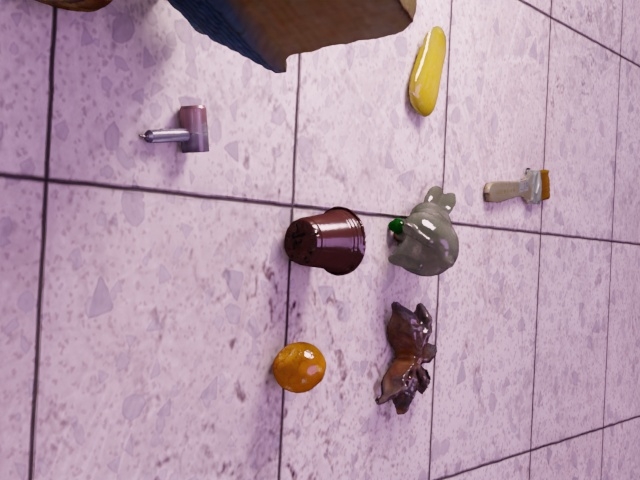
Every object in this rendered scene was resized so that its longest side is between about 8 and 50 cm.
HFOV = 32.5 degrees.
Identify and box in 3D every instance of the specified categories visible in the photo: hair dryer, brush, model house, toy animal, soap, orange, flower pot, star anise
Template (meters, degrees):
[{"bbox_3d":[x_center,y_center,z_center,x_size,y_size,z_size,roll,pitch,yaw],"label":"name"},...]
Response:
[{"bbox_3d":[-0.193,-0.143,1.430,0.114,0.037,0.063,-11,99,-49],"label":"hair dryer"},{"bbox_3d":[0.432,-0.112,2.387,0.337,0.020,0.085,-12,102,-56],"label":"brush"},{"bbox_3d":[-0.092,-0.445,1.300,0.334,0.343,0.382,40,48,-55],"label":"model house"},{"bbox_3d":[0.197,-0.013,1.962,0.108,0.138,0.236,-66,169,22],"label":"toy animal"},{"bbox_3d":[0.198,-0.308,2.009,0.089,0.033,0.168,45,55,-51],"label":"soap"},{"bbox_3d":[-0.032,0.192,1.648,0.070,0.083,0.083,55,47,-23],"label":"orange"},{"bbox_3d":[0.000,0.000,1.674,0.089,0.111,0.111,2,90,-45],"label":"flower pot"},{"bbox_3d":[0.167,0.211,1.967,0.172,0.063,0.207,30,67,-55],"label":"star anise"}]

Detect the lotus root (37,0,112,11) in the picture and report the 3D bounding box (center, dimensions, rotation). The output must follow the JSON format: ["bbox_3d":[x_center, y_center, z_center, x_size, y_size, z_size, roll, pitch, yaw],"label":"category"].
[{"bbox_3d":[-0.291,-0.312,1.228,0.159,0.095,0.135,56,17,15],"label":"lotus root"}]
